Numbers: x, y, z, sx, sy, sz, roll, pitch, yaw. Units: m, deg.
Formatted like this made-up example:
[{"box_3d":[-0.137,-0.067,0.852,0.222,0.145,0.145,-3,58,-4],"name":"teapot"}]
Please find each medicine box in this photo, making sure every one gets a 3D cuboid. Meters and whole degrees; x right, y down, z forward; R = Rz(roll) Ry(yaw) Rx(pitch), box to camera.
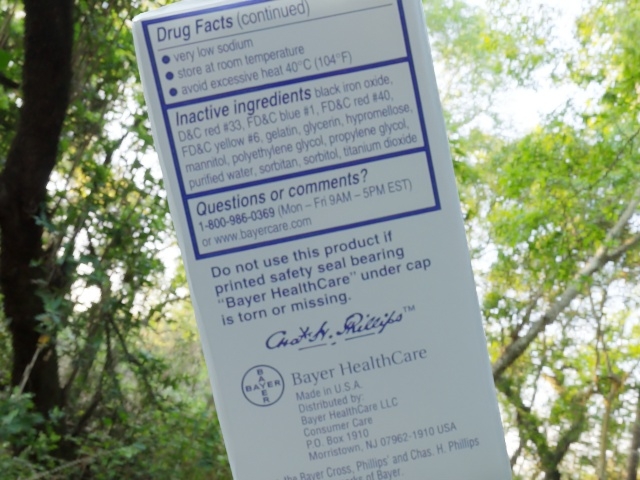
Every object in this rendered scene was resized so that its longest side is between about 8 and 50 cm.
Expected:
[{"box_3d":[0.000,0.000,0.458,0.149,0.289,0.263,-11,6,-1],"name":"medicine box"}]
